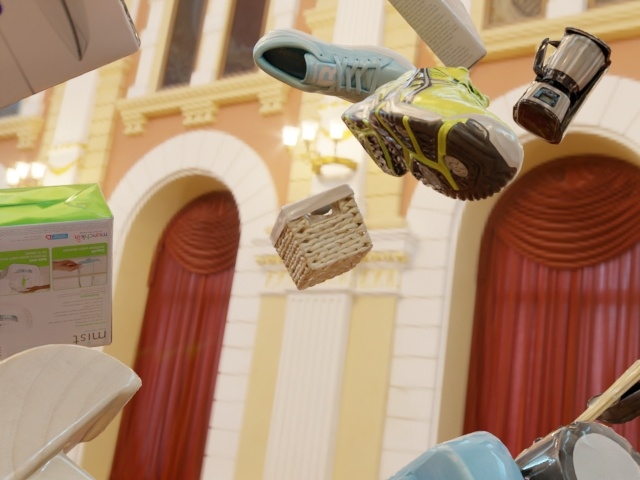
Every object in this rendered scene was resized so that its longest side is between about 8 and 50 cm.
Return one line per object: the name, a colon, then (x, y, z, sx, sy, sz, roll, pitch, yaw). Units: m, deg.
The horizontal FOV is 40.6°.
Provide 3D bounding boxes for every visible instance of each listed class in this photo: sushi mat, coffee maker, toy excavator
sushi mat: (0.287, 0.234, 1.026, 0.019, 0.316, 0.151, 48, -8, 19)
coffee maker: (0.446, -0.269, 1.587, 0.120, 0.178, 0.171, 30, -9, 41)
toy excavator: (0.025, 0.242, 0.561, 0.445, 0.433, 0.222, -6, -31, -43)

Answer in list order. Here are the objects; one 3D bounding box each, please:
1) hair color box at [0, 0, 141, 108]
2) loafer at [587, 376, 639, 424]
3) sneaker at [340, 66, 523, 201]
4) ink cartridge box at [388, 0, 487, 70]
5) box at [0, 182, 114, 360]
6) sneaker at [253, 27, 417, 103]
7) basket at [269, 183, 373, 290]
hair color box: (-0.284, -0.127, 0.431, 0.338, 0.110, 0.185, -24, -36, -10)
loafer: (0.436, 0.216, 1.215, 0.061, 0.062, 0.170, 51, -34, -6)
sneaker: (0.142, -0.154, 1.052, 0.145, 0.147, 0.384, 50, -4, -22)
ink cartridge box: (0.110, -0.423, 1.307, 0.071, 0.324, 0.330, -40, -72, 20)
box: (-0.447, 0.051, 1.279, 0.262, 0.231, 0.127, -7, 32, -23)
sneaker: (0.026, -0.351, 1.840, 0.366, 0.135, 0.150, 14, 30, 11)
basket: (0.000, 0.000, 1.286, 0.113, 0.103, 0.167, -21, -11, -14)
